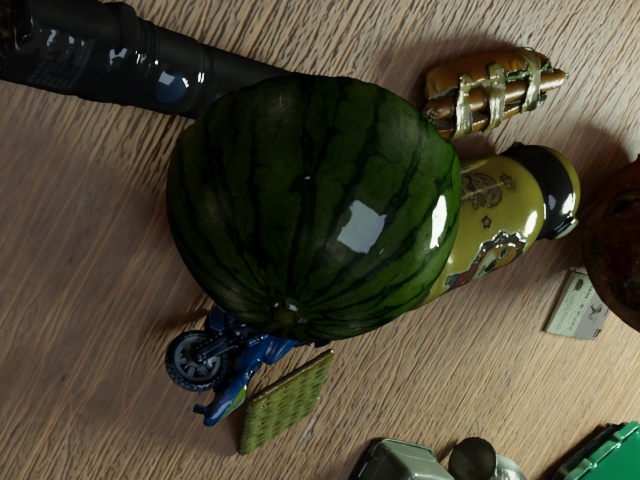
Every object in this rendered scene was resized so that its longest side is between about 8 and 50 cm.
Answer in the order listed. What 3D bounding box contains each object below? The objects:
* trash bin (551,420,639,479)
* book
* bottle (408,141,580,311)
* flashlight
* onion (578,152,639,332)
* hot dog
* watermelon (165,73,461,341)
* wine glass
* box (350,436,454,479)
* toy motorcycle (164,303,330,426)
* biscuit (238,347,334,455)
[{"bbox_3d":[0.672,0.594,1.787,0.295,0.381,0.259,-31,129,-23],"label":"trash bin"},{"bbox_3d":[0.500,0.126,1.643,0.181,0.014,0.127,13,104,-43],"label":"book"},{"bbox_3d":[0.219,-0.037,1.209,0.351,0.171,0.171,-21,125,-30],"label":"bottle"},{"bbox_3d":[-0.135,-0.165,0.901,0.424,0.103,0.103,10,107,-43],"label":"flashlight"},{"bbox_3d":[0.611,0.004,1.466,0.353,0.353,0.353,-19,124,-31],"label":"onion"},{"bbox_3d":[0.240,-0.208,1.203,0.269,0.072,0.109,-19,127,-29],"label":"hot dog"},{"bbox_3d":[0.000,0.000,0.916,0.331,0.189,0.331,-4,145,-3],"label":"watermelon"},{"bbox_3d":[0.325,0.448,1.615,0.103,0.103,0.222,-52,133,-4],"label":"wine glass"},{"bbox_3d":[0.141,0.409,1.447,0.172,0.093,0.124,23,98,-44],"label":"box"},{"bbox_3d":[-0.074,0.115,1.062,0.254,0.135,0.092,-42,171,-32],"label":"toy motorcycle"},{"bbox_3d":[-0.047,0.220,1.166,0.139,0.016,0.231,-29,158,-23],"label":"biscuit"}]
